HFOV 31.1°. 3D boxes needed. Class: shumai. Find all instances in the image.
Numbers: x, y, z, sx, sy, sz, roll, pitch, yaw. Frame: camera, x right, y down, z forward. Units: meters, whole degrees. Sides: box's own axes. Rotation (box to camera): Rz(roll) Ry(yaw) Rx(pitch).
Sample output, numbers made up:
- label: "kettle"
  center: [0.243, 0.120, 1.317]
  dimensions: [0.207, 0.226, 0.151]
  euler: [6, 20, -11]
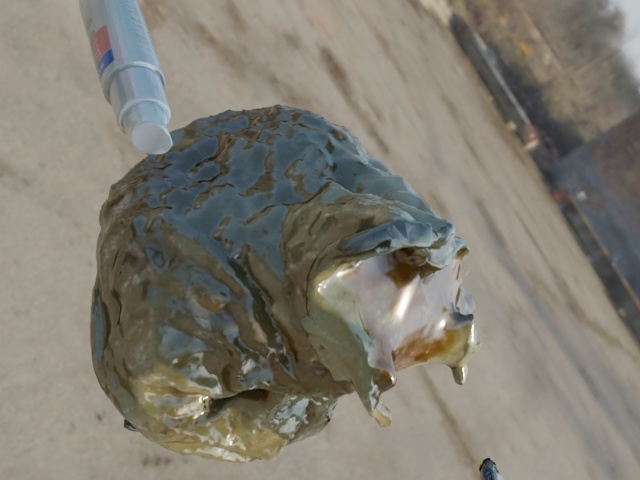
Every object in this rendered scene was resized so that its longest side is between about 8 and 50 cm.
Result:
- label: "shumai"
  center: [0.000, 0.000, 0.856]
  dimensions: [0.267, 0.262, 0.314]
  euler: [37, 52, -27]

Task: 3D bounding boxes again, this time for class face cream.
- label: "face cream"
  center: [-0.102, -0.093, 0.612]
  dimensions: [0.034, 0.034, 0.130]
  euler: [43, 17, -46]

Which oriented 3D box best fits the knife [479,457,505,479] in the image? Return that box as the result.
- label: "knife"
  center: [0.150, 0.241, 0.957]
  dimensions: [0.365, 0.043, 0.089]
  euler: [58, 10, -67]
